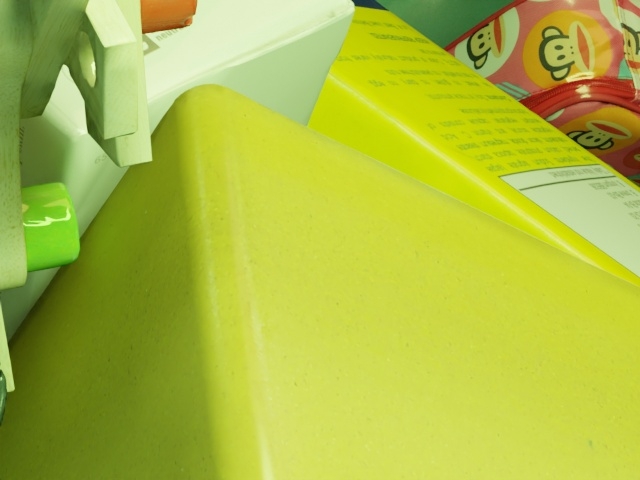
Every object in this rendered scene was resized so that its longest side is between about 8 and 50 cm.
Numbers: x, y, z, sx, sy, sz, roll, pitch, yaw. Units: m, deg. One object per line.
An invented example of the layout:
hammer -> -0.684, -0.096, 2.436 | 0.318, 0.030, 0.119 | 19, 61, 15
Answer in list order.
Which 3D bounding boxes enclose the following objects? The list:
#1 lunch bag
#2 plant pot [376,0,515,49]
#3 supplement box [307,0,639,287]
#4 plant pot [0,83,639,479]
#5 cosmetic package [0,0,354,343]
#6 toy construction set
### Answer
lunch bag -> 0.203, -0.086, 1.498 | 0.293, 0.258, 0.120 | 9, 64, -38
plant pot -> 0.049, -0.190, 1.632 | 0.165, 0.165, 0.234 | 41, 28, 26
supplement box -> 0.066, 0.046, 0.945 | 0.356, 0.195, 0.194 | 37, 18, 19
plant pot -> -0.004, 0.113, 0.661 | 0.212, 0.212, 0.187 | 25, 31, -22
cosmetic package -> -0.194, -0.116, 0.826 | 0.385, 0.217, 0.156 | 44, 49, 18
toy construction set -> -0.196, -0.023, 0.595 | 0.328, 0.215, 0.151 | -9, 8, -5
